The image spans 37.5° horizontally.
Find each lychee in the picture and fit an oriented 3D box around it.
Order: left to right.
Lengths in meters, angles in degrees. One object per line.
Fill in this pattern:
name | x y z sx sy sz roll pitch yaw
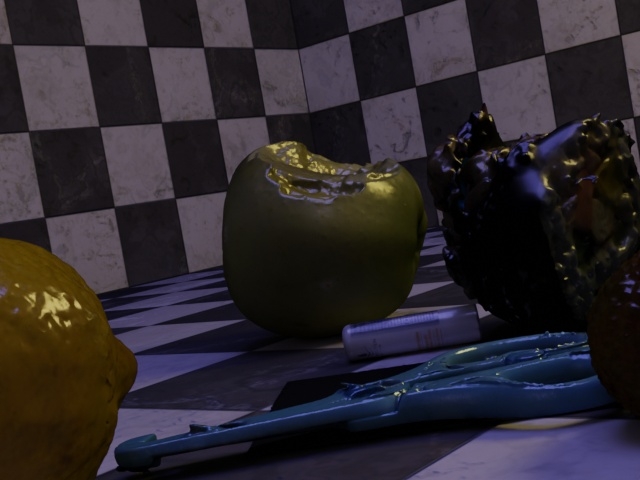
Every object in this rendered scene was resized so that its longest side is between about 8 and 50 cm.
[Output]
lychee | 0.219 0.058 0.566 0.114 0.114 0.146 -9 -17 17

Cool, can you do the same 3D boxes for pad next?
pad | 0.135 0.116 0.769 0.367 0.007 0.247 -9 2 7

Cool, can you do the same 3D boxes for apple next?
apple | 0.000 0.000 1.206 0.279 0.279 0.279 -10 3 0

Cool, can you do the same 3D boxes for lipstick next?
lipstick | 0.094 0.096 0.974 0.141 0.040 0.040 -10 3 7

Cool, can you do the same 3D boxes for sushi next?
sushi | 0.209 -0.020 0.978 0.225 0.238 0.219 -19 26 -38

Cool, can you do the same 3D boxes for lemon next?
lemon | -0.225 0.093 0.572 0.231 0.192 0.192 -11 3 -26

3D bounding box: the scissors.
scissors | 0.046 0.115 0.687 0.393 0.032 0.180 -10 2 -5
